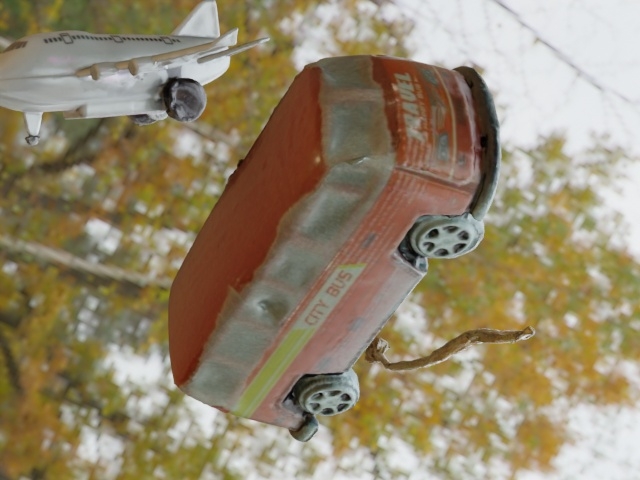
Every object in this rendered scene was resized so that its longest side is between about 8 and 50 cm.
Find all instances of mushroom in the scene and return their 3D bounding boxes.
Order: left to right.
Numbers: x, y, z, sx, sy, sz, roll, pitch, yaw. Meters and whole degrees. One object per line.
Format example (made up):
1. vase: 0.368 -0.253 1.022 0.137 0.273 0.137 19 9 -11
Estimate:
1. mushroom: 0.103 0.091 1.312 0.026 0.028 0.286 -35 -171 -23

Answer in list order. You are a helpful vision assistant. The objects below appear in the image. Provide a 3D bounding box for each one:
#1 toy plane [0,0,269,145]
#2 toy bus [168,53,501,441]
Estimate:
1. toy plane: -0.178 -0.144 1.373 0.251 0.255 0.101 3 -73 56
2. toy bus: 0.000 0.000 0.928 0.265 0.120 0.121 -55 -150 42
